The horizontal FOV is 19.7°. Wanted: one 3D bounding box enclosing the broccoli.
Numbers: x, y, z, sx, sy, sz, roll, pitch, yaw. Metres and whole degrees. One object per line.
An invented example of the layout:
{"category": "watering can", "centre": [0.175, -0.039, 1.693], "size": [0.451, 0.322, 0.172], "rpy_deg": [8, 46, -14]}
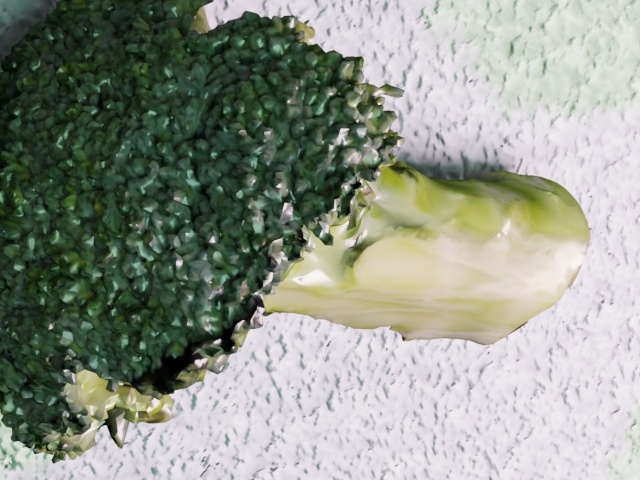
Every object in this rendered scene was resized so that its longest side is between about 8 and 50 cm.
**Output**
{"category": "broccoli", "centre": [0.005, -0.021, 0.919], "size": [0.361, 0.221, 0.252], "rpy_deg": [-14, 130, -33]}
